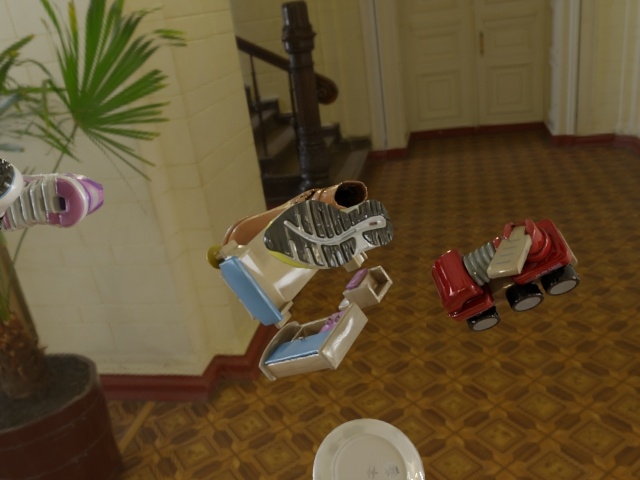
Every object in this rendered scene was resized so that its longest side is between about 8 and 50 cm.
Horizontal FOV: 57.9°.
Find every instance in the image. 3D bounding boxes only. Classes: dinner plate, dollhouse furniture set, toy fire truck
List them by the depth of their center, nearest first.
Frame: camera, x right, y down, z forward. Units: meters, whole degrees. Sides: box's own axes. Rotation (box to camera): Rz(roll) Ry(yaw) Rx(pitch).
[{"bbox_3d":[0.062,0.291,0.721,0.141,0.017,0.141,3,58,-5],"label":"dinner plate"},{"bbox_3d":[0.272,0.046,0.907,0.217,0.246,0.158,-31,52,23],"label":"toy fire truck"},{"bbox_3d":[-0.068,0.075,1.136,0.198,0.303,0.286,-23,19,45],"label":"dollhouse furniture set"}]

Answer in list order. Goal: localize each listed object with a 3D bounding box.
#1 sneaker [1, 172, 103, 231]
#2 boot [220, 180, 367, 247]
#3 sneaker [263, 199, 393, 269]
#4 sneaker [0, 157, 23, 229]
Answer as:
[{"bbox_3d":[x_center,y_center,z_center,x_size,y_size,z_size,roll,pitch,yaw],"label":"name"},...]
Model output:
[{"bbox_3d":[-0.451,-0.069,0.934,0.237,0.095,0.104,3,16,17],"label":"sneaker"},{"bbox_3d":[-0.046,-0.030,1.145,0.220,0.109,0.283,-18,8,40],"label":"boot"},{"bbox_3d":[0.000,0.000,0.716,0.094,0.081,0.209,-20,-10,40],"label":"sneaker"},{"bbox_3d":[-0.439,-0.045,0.752,0.237,0.086,0.085,-14,53,38],"label":"sneaker"}]
